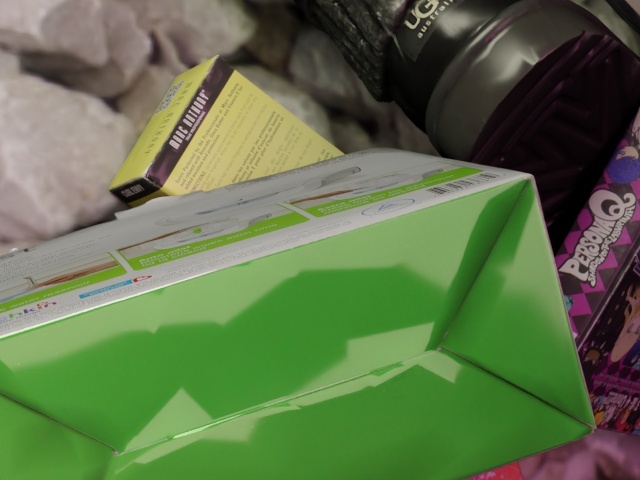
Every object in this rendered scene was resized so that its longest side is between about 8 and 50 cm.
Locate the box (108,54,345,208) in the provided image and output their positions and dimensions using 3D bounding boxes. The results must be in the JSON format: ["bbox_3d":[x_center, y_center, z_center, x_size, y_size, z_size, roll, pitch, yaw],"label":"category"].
[{"bbox_3d":[0.000,0.000,0.948,0.232,0.058,0.087,35,69,-18],"label":"box"}]

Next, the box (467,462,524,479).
[{"bbox_3d":[-0.039,0.198,0.851,0.300,0.142,0.154,-20,94,-28],"label":"box"}]

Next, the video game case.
[{"bbox_3d":[0.202,0.011,0.949,0.232,0.042,0.210,17,103,-60],"label":"video game case"}]

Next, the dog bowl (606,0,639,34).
[{"bbox_3d":[0.311,-0.298,0.991,0.408,0.150,0.408,3,85,-33],"label":"dog bowl"}]

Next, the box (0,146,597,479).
[{"bbox_3d":[-0.044,0.049,0.780,0.262,0.231,0.127,-17,99,-12],"label":"box"}]

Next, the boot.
[{"bbox_3d":[0.079,-0.119,0.960,0.131,0.348,0.260,-46,62,2],"label":"boot"}]
